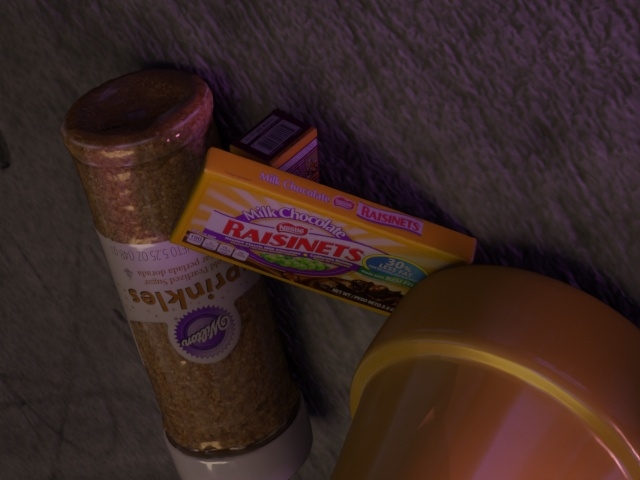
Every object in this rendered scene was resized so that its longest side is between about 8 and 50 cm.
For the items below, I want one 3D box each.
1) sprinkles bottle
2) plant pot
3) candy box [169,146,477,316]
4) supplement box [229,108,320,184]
[{"bbox_3d":[-0.102,0.040,1.583,0.121,0.121,0.355,14,133,38],"label":"sprinkles bottle"},{"bbox_3d":[0.109,0.186,1.378,0.254,0.239,0.254,22,141,19],"label":"plant pot"},{"bbox_3d":[0.000,0.000,1.443,0.206,0.027,0.105,19,143,-9],"label":"candy box"},{"bbox_3d":[-0.033,-0.047,1.484,0.043,0.055,0.083,26,139,29],"label":"supplement box"}]
